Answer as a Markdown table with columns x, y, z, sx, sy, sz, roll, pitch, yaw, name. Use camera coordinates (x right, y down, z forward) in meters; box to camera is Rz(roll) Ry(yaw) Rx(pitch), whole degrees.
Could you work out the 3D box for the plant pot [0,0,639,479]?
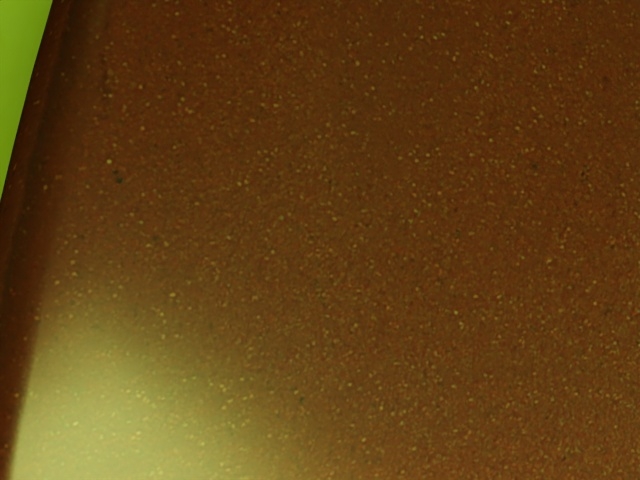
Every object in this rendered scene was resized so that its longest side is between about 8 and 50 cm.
| x | y | z | sx | sy | sz | roll | pitch | yaw | name |
| --- | --- | --- | --- | --- | --- | --- | --- | --- | --- |
| 0.000 | 0.000 | 0.436 | 0.267 | 0.267 | 0.235 | 1 | 96 | -13 | plant pot |
